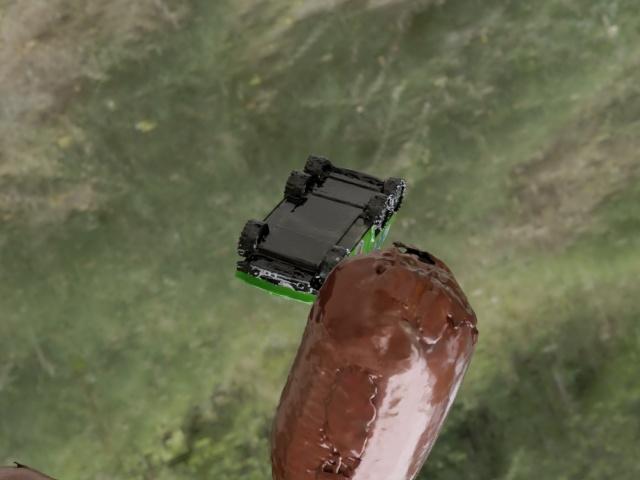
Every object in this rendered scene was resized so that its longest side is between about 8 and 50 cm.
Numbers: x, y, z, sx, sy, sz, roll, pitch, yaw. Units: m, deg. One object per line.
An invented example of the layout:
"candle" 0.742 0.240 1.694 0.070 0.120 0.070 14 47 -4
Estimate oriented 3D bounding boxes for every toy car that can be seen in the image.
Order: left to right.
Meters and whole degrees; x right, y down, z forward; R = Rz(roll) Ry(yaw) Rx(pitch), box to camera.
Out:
"toy car" 0.000 0.000 0.906 0.071 0.063 0.165 16 -152 14

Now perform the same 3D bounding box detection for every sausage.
"sausage" 0.021 0.065 0.594 0.076 0.076 0.141 -21 139 -51

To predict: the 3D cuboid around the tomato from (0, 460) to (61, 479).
"tomato" -0.264 0.289 1.337 0.236 0.236 0.095 -22 -142 51
